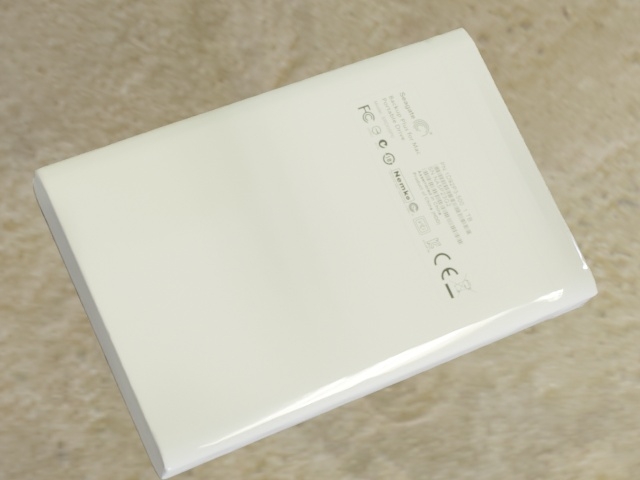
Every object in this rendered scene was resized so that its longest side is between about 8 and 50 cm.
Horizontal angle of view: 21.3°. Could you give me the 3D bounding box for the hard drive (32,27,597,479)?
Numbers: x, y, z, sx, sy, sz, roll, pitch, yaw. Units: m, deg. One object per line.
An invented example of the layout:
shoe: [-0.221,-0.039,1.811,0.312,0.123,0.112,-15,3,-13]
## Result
hard drive: [0.000,0.000,1.079,0.308,0.040,0.203,-21,77,-20]
